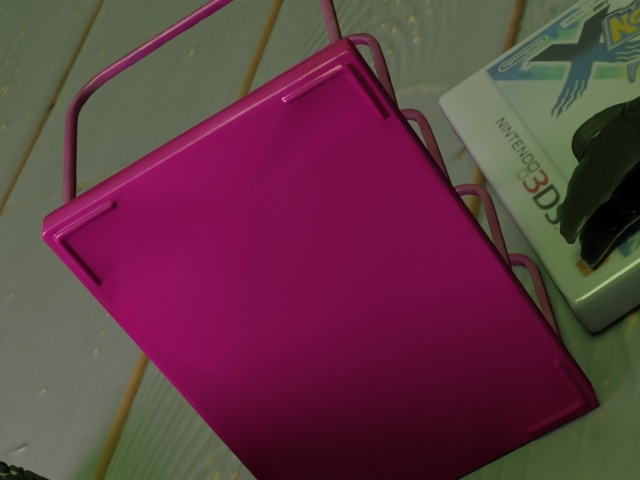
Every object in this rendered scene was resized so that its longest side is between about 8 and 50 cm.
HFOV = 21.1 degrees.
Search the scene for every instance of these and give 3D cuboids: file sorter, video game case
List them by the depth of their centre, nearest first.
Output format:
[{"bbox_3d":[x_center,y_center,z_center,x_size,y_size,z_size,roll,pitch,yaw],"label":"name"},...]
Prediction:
[{"bbox_3d":[0.000,0.000,1.064,0.202,0.290,0.182,-30,31,13],"label":"file sorter"},{"bbox_3d":[0.262,-0.116,1.177,0.329,0.036,0.300,-34,33,6],"label":"video game case"}]

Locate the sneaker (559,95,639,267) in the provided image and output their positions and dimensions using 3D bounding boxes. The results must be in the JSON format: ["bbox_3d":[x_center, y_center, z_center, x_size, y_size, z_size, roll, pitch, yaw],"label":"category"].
[{"bbox_3d":[0.218,-0.062,1.082,0.170,0.051,0.089,-36,33,14],"label":"sneaker"}]

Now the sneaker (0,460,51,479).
[{"bbox_3d":[-0.237,0.240,1.132,0.283,0.110,0.122,-54,-12,-71],"label":"sneaker"}]
